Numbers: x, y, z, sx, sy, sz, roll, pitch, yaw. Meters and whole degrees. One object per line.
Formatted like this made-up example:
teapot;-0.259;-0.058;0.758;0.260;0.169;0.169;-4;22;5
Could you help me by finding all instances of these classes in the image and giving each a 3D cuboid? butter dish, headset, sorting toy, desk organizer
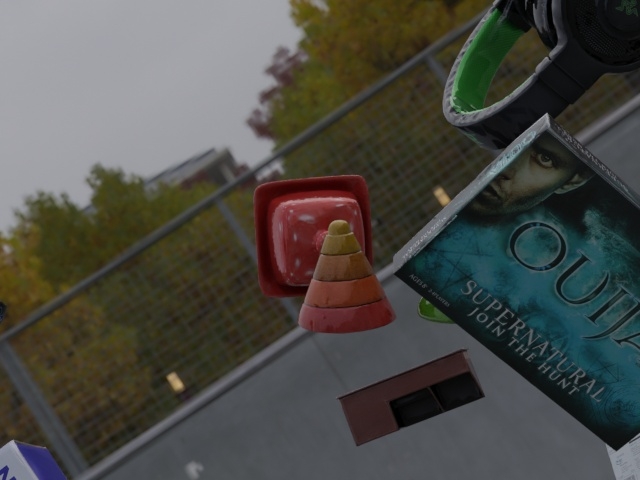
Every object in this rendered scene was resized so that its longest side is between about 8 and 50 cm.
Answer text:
butter dish;0.000;0.000;1.623;0.160;0.160;0.118;-5;8;-11
headset;0.253;-0.274;1.250;0.394;0.185;0.243;-47;21;18
sorting toy;0.149;0.028;1.452;0.365;0.126;0.127;-5;10;6
desk organizer;0.087;0.148;1.166;0.130;0.050;0.047;-23;-9;9

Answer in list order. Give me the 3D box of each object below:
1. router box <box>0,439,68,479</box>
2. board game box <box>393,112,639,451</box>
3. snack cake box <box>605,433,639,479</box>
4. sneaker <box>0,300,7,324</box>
router box;-0.268;0.386;1.000;0.301;0.335;0.082;-38;-16;-2
board game box;0.152;0.029;0.714;0.126;0.186;0.026;-46;17;23
snack cake box;0.465;0.226;1.564;0.089;0.152;0.264;-2;-25;-21
sneaker;-0.464;0.079;1.452;0.090;0.232;0.081;-58;-33;-18
